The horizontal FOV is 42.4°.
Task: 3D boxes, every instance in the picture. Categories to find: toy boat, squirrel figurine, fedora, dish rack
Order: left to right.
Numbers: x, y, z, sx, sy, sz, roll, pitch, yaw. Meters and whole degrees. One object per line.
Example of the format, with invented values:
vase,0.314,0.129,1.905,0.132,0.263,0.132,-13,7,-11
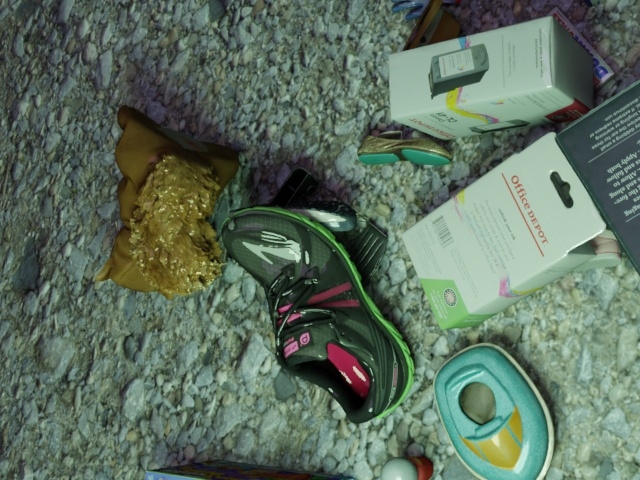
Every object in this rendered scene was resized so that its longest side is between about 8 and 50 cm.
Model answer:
squirrel figurine,-0.349,-0.035,1.766,0.371,0.281,0.397,-63,26,15
dish rack,0.000,0.000,1.715,0.271,0.074,0.208,40,103,28
fedora,0.218,-0.391,1.625,0.079,0.194,0.194,27,97,-6
toy boat,0.254,0.353,1.468,0.318,0.148,0.267,-40,65,19

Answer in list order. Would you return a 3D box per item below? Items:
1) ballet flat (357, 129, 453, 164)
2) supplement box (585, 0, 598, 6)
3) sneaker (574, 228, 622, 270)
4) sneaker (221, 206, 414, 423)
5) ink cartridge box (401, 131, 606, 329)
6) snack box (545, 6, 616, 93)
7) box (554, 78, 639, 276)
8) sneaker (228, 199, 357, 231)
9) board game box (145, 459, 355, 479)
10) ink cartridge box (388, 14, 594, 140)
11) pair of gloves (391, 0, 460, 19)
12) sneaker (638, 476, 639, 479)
ballet flat,0.169,-0.190,1.652,0.206,0.073,0.067,5,71,27
supplement box,0.470,-0.559,1.507,0.114,0.111,0.220,-36,67,21
sneaker,0.466,0.012,1.459,0.134,0.051,0.070,-8,63,37
sneaker,-0.013,0.133,1.535,0.483,0.202,0.185,48,125,2
ink cartridge box,0.334,-0.010,1.453,0.353,0.119,0.207,-37,64,35
snack box,0.466,-0.349,1.527,0.064,0.022,0.178,-40,65,20
box,0.576,-0.028,1.257,0.212,0.293,0.396,-34,67,22
sneaker,-0.050,-0.015,1.664,0.283,0.110,0.122,-2,100,31
board game box,-0.138,0.500,1.624,0.347,0.233,0.078,-1,82,30
ink cartridge box,0.308,-0.279,1.479,0.306,0.226,0.131,-7,81,35
pair of gloves,0.220,-0.557,1.705,0.159,0.023,0.198,0,83,28
sneaker,0.553,0.380,1.316,0.095,0.104,0.237,14,88,32
